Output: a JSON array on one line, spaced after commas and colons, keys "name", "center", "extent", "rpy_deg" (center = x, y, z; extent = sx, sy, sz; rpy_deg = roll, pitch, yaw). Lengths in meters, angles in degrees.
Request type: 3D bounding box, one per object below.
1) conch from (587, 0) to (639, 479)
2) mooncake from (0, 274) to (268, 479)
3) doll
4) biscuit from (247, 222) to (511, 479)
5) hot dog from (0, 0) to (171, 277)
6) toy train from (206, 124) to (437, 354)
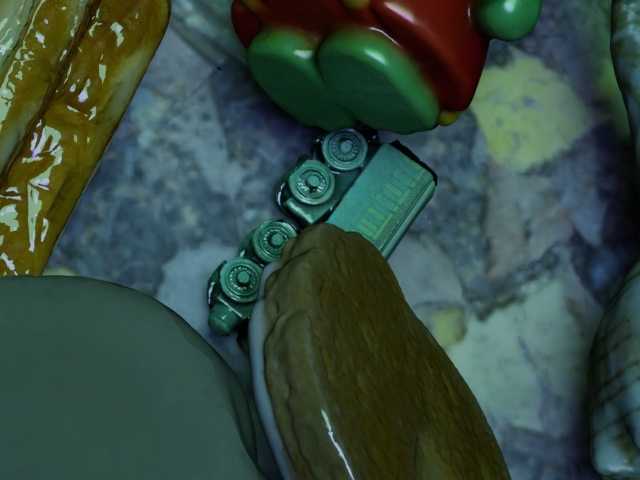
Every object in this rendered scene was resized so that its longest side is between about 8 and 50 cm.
[{"name": "conch", "center": [0.229, 0.024, 0.791], "extent": [0.170, 0.203, 0.386], "rpy_deg": [2, 84, 27]}, {"name": "mooncake", "center": [-0.133, 0.149, 0.647], "extent": [0.275, 0.135, 0.275], "rpy_deg": [-4, 61, 8]}, {"name": "doll", "center": [0.085, -0.216, 0.826], "extent": [0.363, 0.183, 0.160], "rpy_deg": [-54, 125, -27]}, {"name": "biscuit", "center": [0.031, 0.099, 0.728], "extent": [0.208, 0.049, 0.181], "rpy_deg": [56, 24, -23]}, {"name": "hot dog", "center": [-0.150, -0.064, 0.773], "extent": [0.102, 0.076, 0.249], "rpy_deg": [39, 64, -41]}, {"name": "toy train", "center": [0.000, 0.000, 0.812], "extent": [0.071, 0.038, 0.148], "rpy_deg": [37, 67, -4]}]
